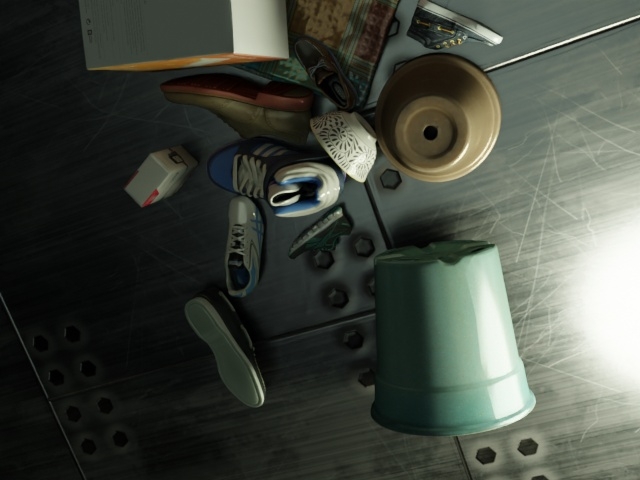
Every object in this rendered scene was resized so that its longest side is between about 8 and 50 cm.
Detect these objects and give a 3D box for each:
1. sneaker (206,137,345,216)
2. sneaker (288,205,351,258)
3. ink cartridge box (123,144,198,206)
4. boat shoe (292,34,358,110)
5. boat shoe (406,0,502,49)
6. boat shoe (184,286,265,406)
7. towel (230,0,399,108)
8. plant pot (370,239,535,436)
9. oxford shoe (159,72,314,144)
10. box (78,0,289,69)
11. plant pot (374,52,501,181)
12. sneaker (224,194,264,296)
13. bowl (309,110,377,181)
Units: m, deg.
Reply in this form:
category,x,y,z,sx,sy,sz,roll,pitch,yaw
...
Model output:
category,x,y,z,sx,sy,sz,roll,pitch,yaw
sneaker,-0.112,-0.130,1.606,0.322,0.236,0.130,6,107,9
sneaker,0.000,0.000,1.716,0.166,0.065,0.076,-38,100,21
ink cartridge box,-0.349,-0.144,1.701,0.063,0.150,0.109,44,110,1
boat shoe,0.010,-0.343,1.572,0.066,0.066,0.183,-41,96,19
boat shoe,0.265,-0.410,1.539,0.183,0.065,0.083,27,113,9
boat shoe,-0.203,0.248,1.816,0.114,0.091,0.303,-17,105,36
towel,-0.043,-0.455,1.601,0.370,0.040,0.271,20,110,6
plant pot,0.255,0.181,1.590,0.341,0.341,0.334,-5,97,14
oxford shoe,-0.185,-0.275,1.638,0.348,0.123,0.130,13,121,19
box,-0.265,-0.428,1.508,0.345,0.215,0.168,1,100,26
plant pot,0.226,-0.229,1.510,0.263,0.229,0.263,3,106,10
sneaker,-0.177,0.015,1.746,0.085,0.086,0.237,4,106,13
bowl,0.064,-0.209,1.572,0.080,0.170,0.170,-39,95,19
